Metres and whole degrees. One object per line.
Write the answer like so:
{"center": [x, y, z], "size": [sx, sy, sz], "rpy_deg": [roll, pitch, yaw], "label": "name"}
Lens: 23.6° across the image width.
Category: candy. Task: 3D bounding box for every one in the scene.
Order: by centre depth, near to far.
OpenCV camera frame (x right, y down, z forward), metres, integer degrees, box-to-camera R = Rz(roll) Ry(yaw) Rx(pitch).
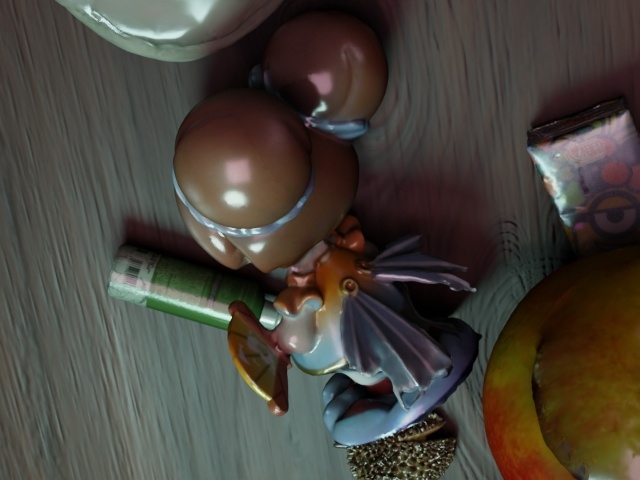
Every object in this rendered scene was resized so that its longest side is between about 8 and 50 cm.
{"center": [-0.141, -0.311, 1.393], "size": [0.295, 0.185, 0.295], "rpy_deg": [-2, 123, -3], "label": "candy"}

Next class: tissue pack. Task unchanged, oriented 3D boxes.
{"center": [0.282, -0.058, 1.528], "size": [0.109, 0.060, 0.148], "rpy_deg": [-21, 112, 15], "label": "tissue pack"}

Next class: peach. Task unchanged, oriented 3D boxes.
{"center": [0.331, 0.169, 1.469], "size": [0.370, 0.370, 0.370], "rpy_deg": [3, 116, 6], "label": "peach"}

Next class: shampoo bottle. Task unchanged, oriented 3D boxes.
{"center": [-0.122, 0.057, 1.635], "size": [0.204, 0.065, 0.065], "rpy_deg": [16, 116, -1], "label": "shampoo bottle"}

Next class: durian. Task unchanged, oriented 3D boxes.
{"center": [0.078, 0.242, 1.694], "size": [0.140, 0.071, 0.110], "rpy_deg": [-1, 115, 13], "label": "durian"}

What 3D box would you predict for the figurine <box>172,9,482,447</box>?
{"center": [-0.001, 0.001, 1.499], "size": [0.248, 0.276, 0.388], "rpy_deg": [-21, 111, 42], "label": "figurine"}
